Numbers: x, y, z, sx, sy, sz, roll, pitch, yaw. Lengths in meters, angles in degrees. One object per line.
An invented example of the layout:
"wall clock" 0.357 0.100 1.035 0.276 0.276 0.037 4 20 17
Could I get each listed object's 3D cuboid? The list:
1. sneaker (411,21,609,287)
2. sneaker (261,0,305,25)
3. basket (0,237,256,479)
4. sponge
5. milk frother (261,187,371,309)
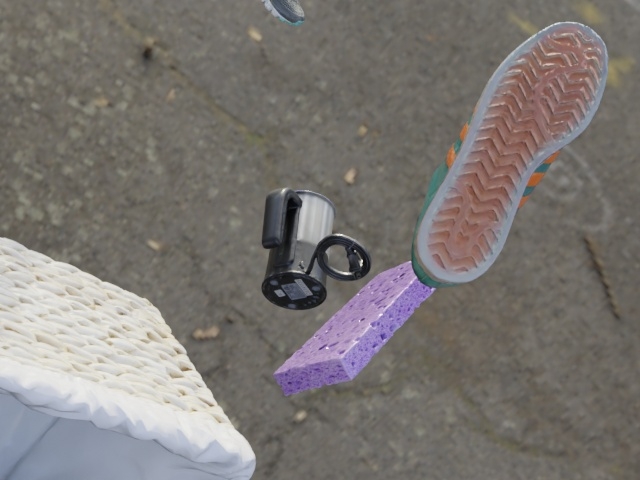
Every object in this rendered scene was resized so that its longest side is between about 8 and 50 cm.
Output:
"sneaker" 0.177 -0.086 1.291 0.108 0.121 0.302 35 80 -4
"sneaker" -0.060 -0.395 1.877 0.065 0.076 0.166 -22 83 -59
"basket" -0.303 0.193 1.192 0.331 0.328 0.266 27 20 -41
"sponge" 0.049 0.089 1.395 0.210 0.117 0.031 -42 102 -40
"milk frother" 0.000 0.000 1.632 0.143 0.129 0.134 0 54 9
